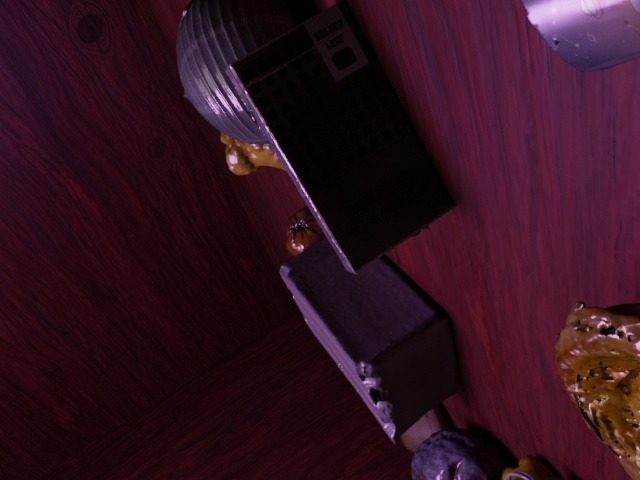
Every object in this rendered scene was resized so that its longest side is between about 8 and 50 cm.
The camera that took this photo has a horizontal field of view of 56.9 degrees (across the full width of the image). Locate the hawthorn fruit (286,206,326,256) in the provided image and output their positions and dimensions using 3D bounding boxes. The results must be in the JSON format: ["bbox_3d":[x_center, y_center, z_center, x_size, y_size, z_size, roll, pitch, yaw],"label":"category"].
[{"bbox_3d":[-0.005,-0.016,1.547,0.189,0.149,0.149,-1,-136,-48],"label":"hawthorn fruit"}]

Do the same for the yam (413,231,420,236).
[{"bbox_3d":[0.118,-0.032,1.100,0.046,0.046,0.264,59,170,-10],"label":"yam"}]

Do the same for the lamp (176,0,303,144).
[{"bbox_3d":[-0.121,-0.283,0.952,0.265,0.233,0.233,60,170,-25],"label":"lamp"}]

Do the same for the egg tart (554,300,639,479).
[{"bbox_3d":[0.333,0.152,0.507,0.291,0.107,0.291,50,164,20],"label":"egg tart"}]

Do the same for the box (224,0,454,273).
[{"bbox_3d":[0.033,-0.137,0.811,0.324,0.180,0.047,59,171,-10],"label":"box"}]

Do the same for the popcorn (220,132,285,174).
[{"bbox_3d":[-0.129,-0.231,1.236,0.226,0.203,0.200,42,-175,-17],"label":"popcorn"}]

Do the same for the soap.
[{"bbox_3d":[0.103,0.190,1.367,0.435,0.213,0.350,47,167,45],"label":"soap"}]

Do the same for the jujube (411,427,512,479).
[{"bbox_3d":[0.341,0.568,1.387,0.308,0.215,0.246,-175,76,-81],"label":"jujube"}]

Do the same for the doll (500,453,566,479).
[{"bbox_3d":[0.401,0.458,1.040,0.135,0.143,0.221,57,-179,12],"label":"doll"}]

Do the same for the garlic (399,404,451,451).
[{"bbox_3d":[0.267,0.482,1.701,0.196,0.151,0.338,-115,1,-59],"label":"garlic"}]

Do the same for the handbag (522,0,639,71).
[{"bbox_3d":[0.183,-0.164,0.319,0.117,0.095,0.173,64,161,-7],"label":"handbag"}]
